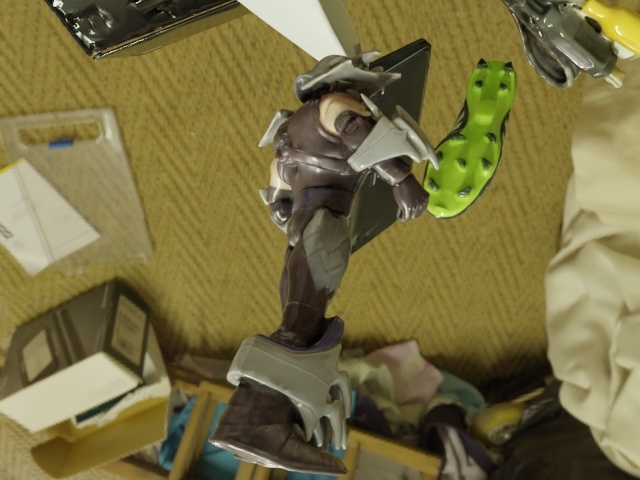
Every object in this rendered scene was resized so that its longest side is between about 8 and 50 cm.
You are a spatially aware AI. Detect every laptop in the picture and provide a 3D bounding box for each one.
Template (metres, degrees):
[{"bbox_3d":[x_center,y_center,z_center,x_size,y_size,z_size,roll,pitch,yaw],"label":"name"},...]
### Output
[{"bbox_3d":[-0.201,-0.330,0.900,0.234,0.137,0.264,-17,139,14],"label":"laptop"}]

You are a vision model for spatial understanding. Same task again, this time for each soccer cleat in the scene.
[{"bbox_3d":[0.140,-0.085,0.658,0.060,0.179,0.072,17,154,20],"label":"soccer cleat"}]

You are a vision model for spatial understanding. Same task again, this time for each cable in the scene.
[{"bbox_3d":[0.220,-0.242,0.720,0.287,0.139,0.072,34,79,-21],"label":"cable"}]

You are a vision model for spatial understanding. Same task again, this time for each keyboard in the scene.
[{"bbox_3d":[0.045,-0.085,0.892,0.201,0.033,0.317,-36,151,-25],"label":"keyboard"}]

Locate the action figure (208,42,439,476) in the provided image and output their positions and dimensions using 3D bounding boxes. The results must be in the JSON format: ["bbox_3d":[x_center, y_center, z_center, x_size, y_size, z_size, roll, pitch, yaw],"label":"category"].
[{"bbox_3d":[0.000,0.000,0.469,0.099,0.285,0.185,12,164,-10],"label":"action figure"}]

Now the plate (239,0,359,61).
[{"bbox_3d":[-0.077,-0.286,0.620,0.045,0.277,0.278,-43,149,-3],"label":"plate"}]
